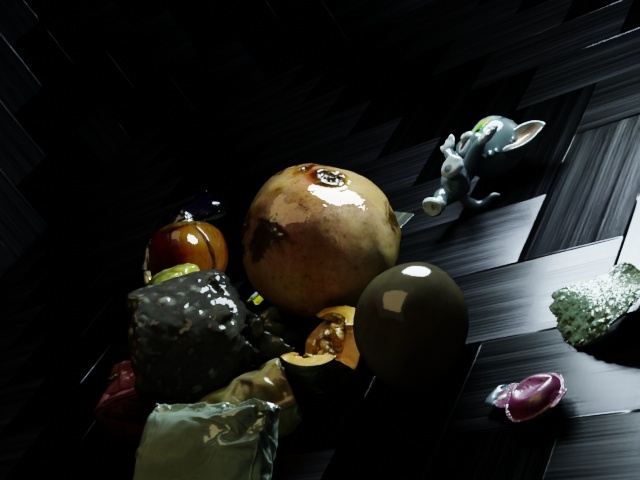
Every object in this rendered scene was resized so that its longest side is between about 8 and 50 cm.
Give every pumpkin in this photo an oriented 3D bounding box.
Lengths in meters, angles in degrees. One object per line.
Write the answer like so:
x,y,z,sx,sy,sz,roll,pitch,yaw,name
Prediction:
0.014,0.199,1.812,0.119,0.107,0.183,6,32,36,pumpkin

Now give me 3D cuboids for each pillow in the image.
-0.190,0.384,1.619,0.310,0.138,0.283,-9,68,47,pillow

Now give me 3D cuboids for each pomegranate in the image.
0.000,0.000,2.002,0.322,0.322,0.322,-30,22,14,pomegranate

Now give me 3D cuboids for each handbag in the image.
-0.317,0.300,2.047,0.225,0.146,0.135,-22,31,30,handbag

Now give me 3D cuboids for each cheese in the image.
0.283,0.216,1.471,0.095,0.038,0.145,-45,17,-26,cheese

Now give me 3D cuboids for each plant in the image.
-0.187,0.172,1.896,0.312,0.213,0.215,-6,36,-10,plant

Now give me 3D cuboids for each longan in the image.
0.140,0.131,1.664,0.198,0.198,0.212,-18,29,38,longan

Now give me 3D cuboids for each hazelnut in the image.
-0.314,0.057,2.530,0.208,0.208,0.208,-30,22,14,hazelnut

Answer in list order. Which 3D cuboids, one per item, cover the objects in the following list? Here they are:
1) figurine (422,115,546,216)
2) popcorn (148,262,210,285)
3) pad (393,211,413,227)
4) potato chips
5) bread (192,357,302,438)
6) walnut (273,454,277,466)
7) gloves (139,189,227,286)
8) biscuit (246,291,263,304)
0.311,-0.150,2.067,0.265,0.140,0.193,-61,7,-24,figurine
-0.301,0.156,2.281,0.204,0.184,0.221,-58,5,43,popcorn
0.099,-0.019,2.284,0.143,0.003,0.211,-43,22,-19,pad
0.436,0.077,1.510,0.228,0.059,0.167,-29,13,16,potato chips
-0.140,0.303,1.792,0.232,0.128,0.088,-31,-7,13,bread
-0.115,0.357,1.722,0.079,0.082,0.096,28,61,32,walnut
-0.367,0.008,2.760,0.197,0.152,0.301,-52,15,56,gloves
-0.065,0.052,2.348,0.292,0.026,0.048,-45,19,-23,biscuit
